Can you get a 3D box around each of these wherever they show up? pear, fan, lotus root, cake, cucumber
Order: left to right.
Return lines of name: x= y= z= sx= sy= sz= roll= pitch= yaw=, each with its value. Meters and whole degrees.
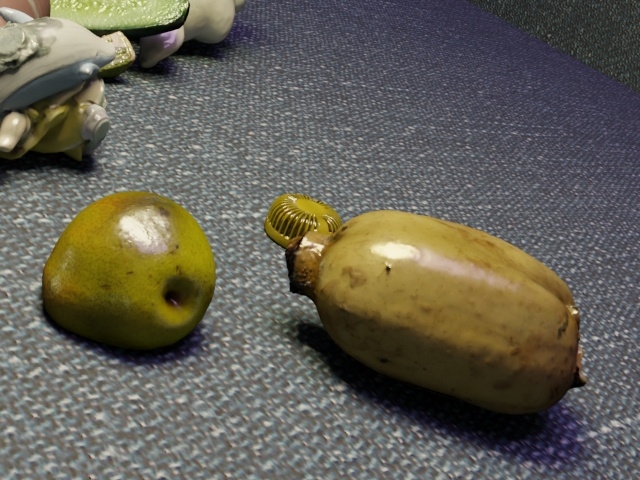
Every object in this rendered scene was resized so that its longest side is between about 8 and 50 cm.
cake: x=-0.307 y=-0.225 z=1.230 sx=0.140 sy=0.055 sz=0.051 roll=-26 pitch=88 yaw=-42
cucumber: x=-0.296 y=-0.310 z=1.304 sx=0.244 sy=0.063 sz=0.115 roll=8 pitch=68 yaw=4
pear: x=-0.150 y=0.015 z=0.778 sx=0.141 sy=0.104 sz=0.141 roll=15 pitch=21 yaw=-6
fan: x=0.000 y=0.000 z=1.007 sx=0.082 sy=0.039 sz=0.155 roll=5 pitch=29 yaw=-34
lotus root: x=0.103 y=0.056 z=0.848 sx=0.284 sy=0.146 sz=0.160 roll=18 pitch=6 yaw=0

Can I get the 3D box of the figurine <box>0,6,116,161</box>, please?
figurine: x=-0.286 y=-0.139 z=0.958 sx=0.128 sy=0.184 sz=0.208 roll=39 pitch=65 yaw=20

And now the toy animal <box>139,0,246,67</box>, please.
toy animal: x=-0.216 y=-0.409 z=1.443 sx=0.196 sy=0.241 sz=0.367 roll=25 pitch=68 yaw=15

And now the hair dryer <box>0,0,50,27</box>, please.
hair dryer: x=-0.401 y=-0.338 z=1.033 sx=0.125 sy=0.352 sz=0.210 roll=-9 pitch=28 yaw=1
